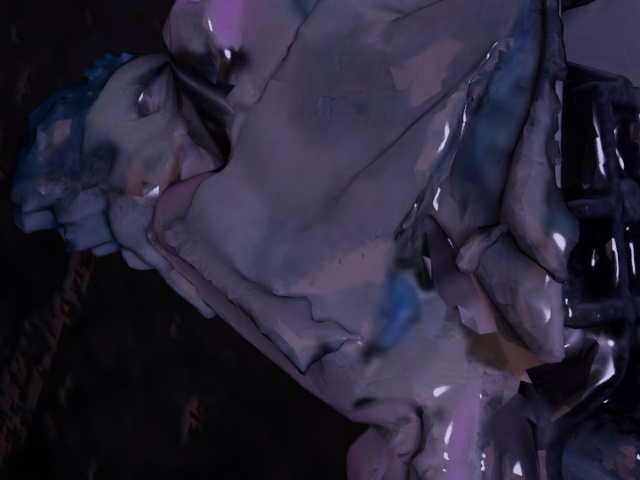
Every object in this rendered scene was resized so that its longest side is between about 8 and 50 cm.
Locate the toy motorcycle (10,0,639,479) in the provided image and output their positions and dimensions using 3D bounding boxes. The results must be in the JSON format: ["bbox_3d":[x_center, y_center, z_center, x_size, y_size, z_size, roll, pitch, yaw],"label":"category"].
[{"bbox_3d":[0.003,0.000,0.500,0.204,0.108,0.239,-6,72,31],"label":"toy motorcycle"}]
